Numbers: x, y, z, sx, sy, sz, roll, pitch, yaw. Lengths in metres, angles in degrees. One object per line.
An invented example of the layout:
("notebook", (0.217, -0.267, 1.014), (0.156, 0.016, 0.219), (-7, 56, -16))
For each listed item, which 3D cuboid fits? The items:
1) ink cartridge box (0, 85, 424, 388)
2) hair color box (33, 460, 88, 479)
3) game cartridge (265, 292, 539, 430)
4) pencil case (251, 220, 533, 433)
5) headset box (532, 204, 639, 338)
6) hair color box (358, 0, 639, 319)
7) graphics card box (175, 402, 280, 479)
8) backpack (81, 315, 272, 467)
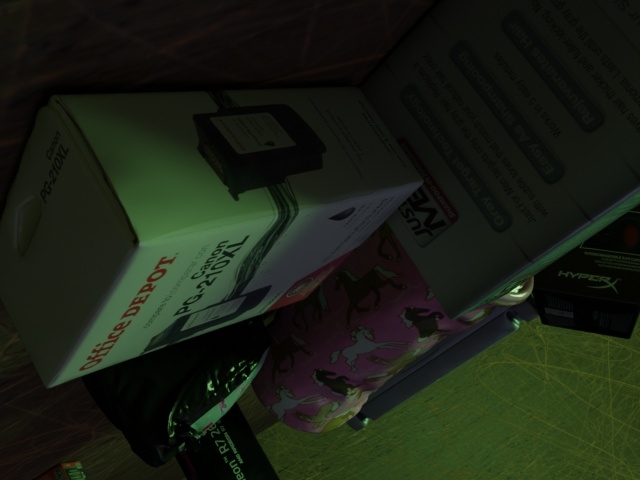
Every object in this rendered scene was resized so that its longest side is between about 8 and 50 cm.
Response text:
("ink cartridge box", (-0.073, -0.011, 0.440), (0.237, 0.100, 0.172), (-15, 156, -45))
("hair color box", (-0.478, 0.432, 1.104), (0.141, 0.043, 0.072), (-30, 164, -4))
("game cartridge", (0.095, 0.113, 0.918), (0.355, 0.230, 0.068), (-41, -168, 28))
("pencil case", (0.065, 0.083, 0.736), (0.167, 0.160, 0.386), (-16, 157, -42))
("headset box", (0.329, -0.052, 0.758), (0.110, 0.293, 0.218), (8, 166, 24))
("hair color box", (0.192, -0.126, 0.436), (0.374, 0.185, 0.114), (-43, 162, 33))
("graphics card box", (-0.119, 0.329, 0.874), (0.094, 0.371, 0.233), (-26, 164, -21))
("backpack", (-0.145, 0.133, 0.695), (0.182, 0.152, 0.115), (-35, 174, -38))
